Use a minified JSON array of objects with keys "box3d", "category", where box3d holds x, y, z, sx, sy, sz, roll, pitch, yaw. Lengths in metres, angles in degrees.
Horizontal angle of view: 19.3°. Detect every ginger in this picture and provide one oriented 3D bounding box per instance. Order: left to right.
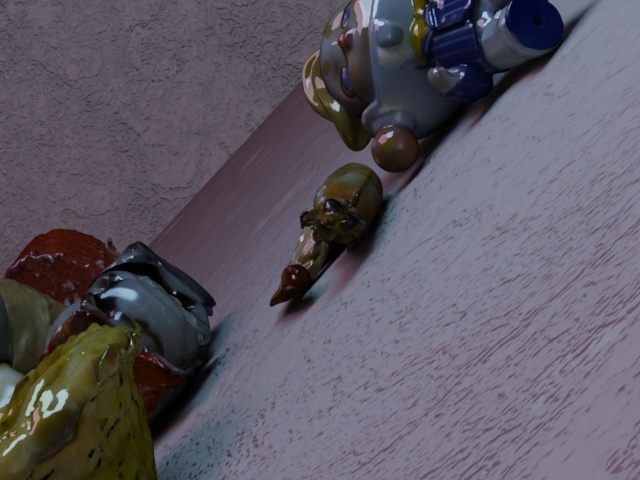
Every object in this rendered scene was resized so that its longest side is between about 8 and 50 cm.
[{"box3d":[-0.289,0.106,1.791,0.152,0.267,0.138,-15,71,52],"category":"ginger"}]

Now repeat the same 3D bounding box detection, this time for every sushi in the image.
[{"box3d":[-0.160,0.081,1.646,0.130,0.124,0.332,-54,4,10],"category":"sushi"}]

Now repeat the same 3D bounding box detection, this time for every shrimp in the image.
[{"box3d":[-0.003,-0.003,1.451,0.133,0.053,0.236,-45,4,4],"category":"shrimp"}]

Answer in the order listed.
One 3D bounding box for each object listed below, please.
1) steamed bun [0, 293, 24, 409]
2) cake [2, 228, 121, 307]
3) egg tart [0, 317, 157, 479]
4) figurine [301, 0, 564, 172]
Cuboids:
[{"box3d":[-0.376,0.186,1.567,0.325,0.372,0.230,-28,-11,-30],"category":"steamed bun"},{"box3d":[-0.317,0.122,2.181,0.283,0.177,0.151,-52,6,11],"category":"cake"},{"box3d":[-0.216,0.199,1.300,0.345,0.132,0.345,-48,6,7],"category":"egg tart"},{"box3d":[0.093,-0.167,1.474,0.274,0.133,0.194,-45,49,46],"category":"figurine"}]
